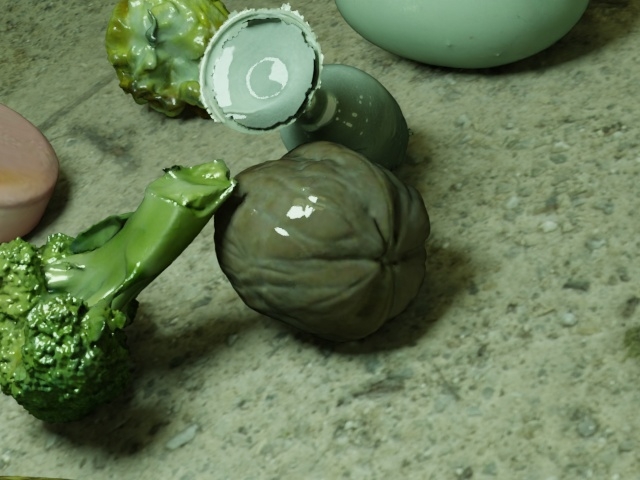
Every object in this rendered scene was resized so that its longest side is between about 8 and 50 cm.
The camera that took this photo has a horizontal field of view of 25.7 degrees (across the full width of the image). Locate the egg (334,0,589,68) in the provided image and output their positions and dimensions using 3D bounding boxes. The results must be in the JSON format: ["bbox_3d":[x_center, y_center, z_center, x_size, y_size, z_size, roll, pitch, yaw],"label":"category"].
[{"bbox_3d":[0.172,-0.334,1.788,0.371,0.230,0.230,6,41,38],"label":"egg"}]

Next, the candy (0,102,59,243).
[{"bbox_3d":[-0.462,-0.101,1.776,0.255,0.094,0.255,20,32,-13],"label":"candy"}]

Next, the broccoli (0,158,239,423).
[{"bbox_3d":[-0.246,0.052,1.396,0.186,0.302,0.254,29,48,-5],"label":"broccoli"}]

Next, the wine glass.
[{"bbox_3d":[-0.003,-0.148,1.548,0.143,0.321,0.143,-5,78,24],"label":"wine glass"}]

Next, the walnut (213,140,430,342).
[{"bbox_3d":[0.000,0.000,1.434,0.224,0.224,0.224,-13,34,9],"label":"walnut"}]

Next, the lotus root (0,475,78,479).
[{"bbox_3d":[-0.259,0.261,1.283,0.190,0.094,0.108,-6,38,0],"label":"lotus root"}]

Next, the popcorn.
[{"bbox_3d":[-0.194,-0.251,1.907,0.198,0.198,0.212,-16,68,4],"label":"popcorn"}]
